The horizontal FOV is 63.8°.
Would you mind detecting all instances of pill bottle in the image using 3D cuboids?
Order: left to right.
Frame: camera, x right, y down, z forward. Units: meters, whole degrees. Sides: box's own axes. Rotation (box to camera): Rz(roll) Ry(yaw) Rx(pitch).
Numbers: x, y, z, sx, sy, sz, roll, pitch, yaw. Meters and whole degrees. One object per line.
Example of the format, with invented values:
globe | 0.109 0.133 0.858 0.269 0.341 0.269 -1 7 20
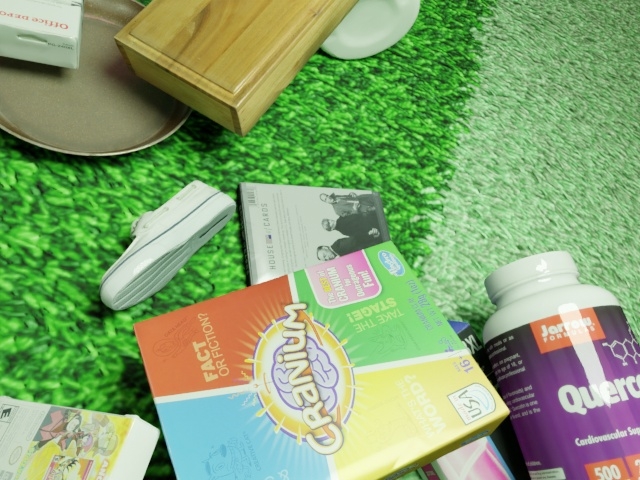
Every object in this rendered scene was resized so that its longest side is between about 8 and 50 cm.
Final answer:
pill bottle | 0.039 -0.547 0.971 0.204 0.204 0.360 -4 67 -27
pill bottle | 0.327 0.184 0.668 0.182 0.181 0.322 -1 63 -26

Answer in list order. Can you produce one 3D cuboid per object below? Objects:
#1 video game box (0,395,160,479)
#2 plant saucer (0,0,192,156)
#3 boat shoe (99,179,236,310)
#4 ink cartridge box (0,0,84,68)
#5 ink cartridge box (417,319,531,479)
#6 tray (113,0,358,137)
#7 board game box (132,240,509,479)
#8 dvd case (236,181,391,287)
video game box | -0.259 0.248 0.447 0.048 0.187 0.205 56 41 -46
plant saucer | -0.334 -0.239 0.732 0.311 0.050 0.310 11 61 -20
boat shoe | -0.205 -0.001 0.660 0.076 0.083 0.226 34 43 9
ink cartridge box | -0.376 -0.312 0.684 0.109 0.063 0.150 4 63 -23
ink cartridge box | 0.193 0.247 0.719 0.176 0.069 0.370 -23 74 -33
tray | -0.075 -0.361 0.747 0.203 0.076 0.410 32 72 11
board game box | -0.005 0.147 0.542 0.317 0.064 0.242 -17 55 -21
dvd case | 0.000 0.000 0.774 0.239 0.029 0.179 1 64 -24
